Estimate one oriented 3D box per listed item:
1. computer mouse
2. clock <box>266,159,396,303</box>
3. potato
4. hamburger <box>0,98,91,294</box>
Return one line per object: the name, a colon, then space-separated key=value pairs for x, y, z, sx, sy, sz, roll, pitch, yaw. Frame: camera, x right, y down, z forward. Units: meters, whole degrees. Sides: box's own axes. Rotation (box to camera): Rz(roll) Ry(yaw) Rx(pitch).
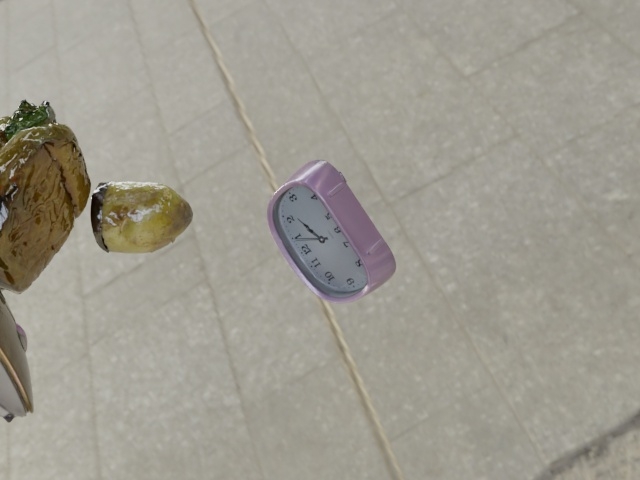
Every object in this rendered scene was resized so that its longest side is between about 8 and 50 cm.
computer mouse: x=-0.348 y=0.039 z=1.029 sx=0.071 sy=0.310 sz=0.158 roll=-33 pitch=38 yaw=-3
clock: x=0.000 y=0.000 z=1.191 sx=0.110 sy=0.153 sz=0.050 roll=-31 pitch=5 yaw=38
potato: x=-0.209 y=-0.023 z=1.333 sx=0.103 sy=0.096 sz=0.066 roll=-8 pitch=37 yaw=12
hamburger: x=-0.330 y=-0.035 z=1.216 sx=0.130 sy=0.183 sz=0.206 roll=32 pitch=62 yaw=23
